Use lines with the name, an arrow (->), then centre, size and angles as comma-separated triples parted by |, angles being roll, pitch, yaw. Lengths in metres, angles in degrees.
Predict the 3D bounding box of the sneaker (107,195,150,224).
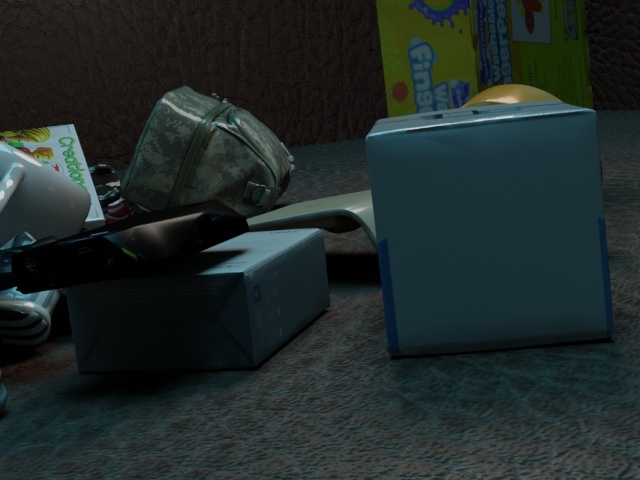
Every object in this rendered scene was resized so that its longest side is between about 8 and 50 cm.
sneaker -> -0.311, -0.047, 1.973 | 0.118, 0.067, 0.042 | -8, 9, -11

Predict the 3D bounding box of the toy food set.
toy food set -> 0.000, 0.000, 1.458 | 0.306, 0.092, 0.219 | -10, 6, 34

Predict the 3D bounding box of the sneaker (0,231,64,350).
sneaker -> -0.366, 0.045, 1.211 | 0.228, 0.086, 0.132 | 6, 47, 19

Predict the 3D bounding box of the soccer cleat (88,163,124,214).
soccer cleat -> -0.522, -0.054, 2.109 | 0.331, 0.116, 0.143 | -13, -13, -23

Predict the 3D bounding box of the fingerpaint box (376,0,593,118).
fingerpaint box -> 0.254, -0.255, 1.699 | 0.163, 0.445, 0.371 | -1, 11, 38

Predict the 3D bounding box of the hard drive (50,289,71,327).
hard drive -> -0.232, 0.051, 1.328 | 0.172, 0.054, 0.254 | -1, 11, 30

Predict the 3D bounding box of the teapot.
teapot -> -0.474, -0.038, 1.673 | 0.252, 0.187, 0.256 | 22, -10, 33

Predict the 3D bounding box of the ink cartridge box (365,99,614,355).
ink cartridge box -> 0.153, -0.024, 1.087 | 0.197, 0.198, 0.270 | -6, 8, 6

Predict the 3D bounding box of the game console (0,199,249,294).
game console -> -0.261, 0.019, 1.067 | 0.361, 0.044, 0.213 | -9, 7, 23

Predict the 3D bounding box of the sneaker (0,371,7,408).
sneaker -> -0.384, 0.108, 0.867 | 0.281, 0.115, 0.105 | -14, 12, -42

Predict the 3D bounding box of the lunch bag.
lunch bag -> -0.182, -0.135, 2.020 | 0.256, 0.213, 0.305 | 24, 10, -2

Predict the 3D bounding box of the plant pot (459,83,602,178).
plant pot -> 0.198, -0.055, 1.339 | 0.205, 0.205, 0.188 | 2, 27, 41

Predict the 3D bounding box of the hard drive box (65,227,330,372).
hard drive box -> -0.110, 0.053, 1.117 | 0.181, 0.089, 0.232 | -4, 10, 19

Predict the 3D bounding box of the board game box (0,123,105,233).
board game box -> -0.498, -0.093, 1.980 | 0.192, 0.053, 0.305 | -9, 40, -19
